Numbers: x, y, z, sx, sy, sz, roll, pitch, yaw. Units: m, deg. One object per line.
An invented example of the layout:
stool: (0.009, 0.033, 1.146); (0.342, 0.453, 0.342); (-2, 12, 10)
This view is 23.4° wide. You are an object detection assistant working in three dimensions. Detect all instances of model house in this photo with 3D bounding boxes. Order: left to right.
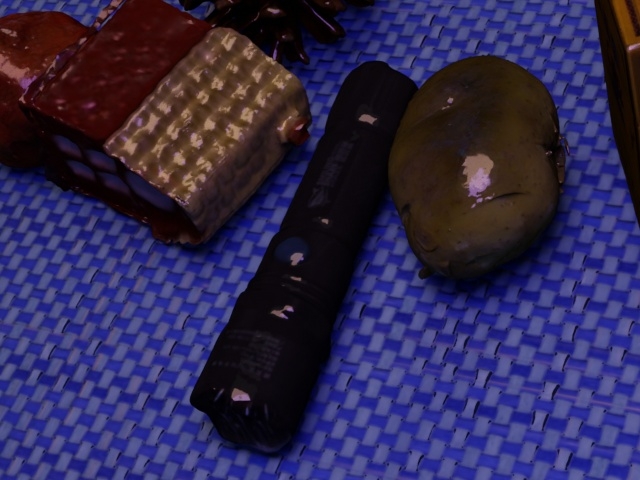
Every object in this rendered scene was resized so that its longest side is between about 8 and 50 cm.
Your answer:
model house: (-0.144, -0.114, 1.559); (0.254, 0.160, 0.196); (24, 63, 32)

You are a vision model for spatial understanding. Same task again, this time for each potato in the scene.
potato: (0.147, -0.074, 1.438); (0.169, 0.143, 0.248); (-13, 41, 15)

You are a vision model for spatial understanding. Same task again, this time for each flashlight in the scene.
flashlight: (0.000, 0.000, 1.456); (0.103, 0.103, 0.424); (8, 55, 25)

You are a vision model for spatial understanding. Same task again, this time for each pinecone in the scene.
pinecone: (-0.047, -0.306, 1.633); (0.264, 0.264, 0.264); (-10, 50, 12)

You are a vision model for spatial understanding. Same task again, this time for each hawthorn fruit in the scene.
hawthorn fruit: (-0.311, -0.170, 1.663); (0.179, 0.173, 0.173); (-20, 49, 5)

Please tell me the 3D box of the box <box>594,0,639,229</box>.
box: (0.294, -0.132, 1.320); (0.084, 0.301, 0.193); (-13, 50, 7)
